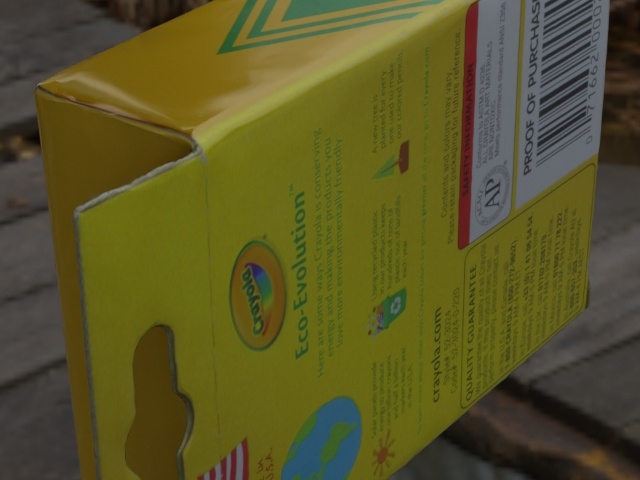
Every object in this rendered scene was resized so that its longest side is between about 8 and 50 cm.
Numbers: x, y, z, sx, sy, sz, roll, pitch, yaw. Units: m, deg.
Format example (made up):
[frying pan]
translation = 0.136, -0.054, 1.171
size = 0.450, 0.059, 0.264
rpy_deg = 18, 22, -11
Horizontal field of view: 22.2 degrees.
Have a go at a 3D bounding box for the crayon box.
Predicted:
[crayon box]
translation = 0.000, 0.000, 0.645
size = 0.081, 0.202, 0.318
rpy_deg = 20, 35, 32
